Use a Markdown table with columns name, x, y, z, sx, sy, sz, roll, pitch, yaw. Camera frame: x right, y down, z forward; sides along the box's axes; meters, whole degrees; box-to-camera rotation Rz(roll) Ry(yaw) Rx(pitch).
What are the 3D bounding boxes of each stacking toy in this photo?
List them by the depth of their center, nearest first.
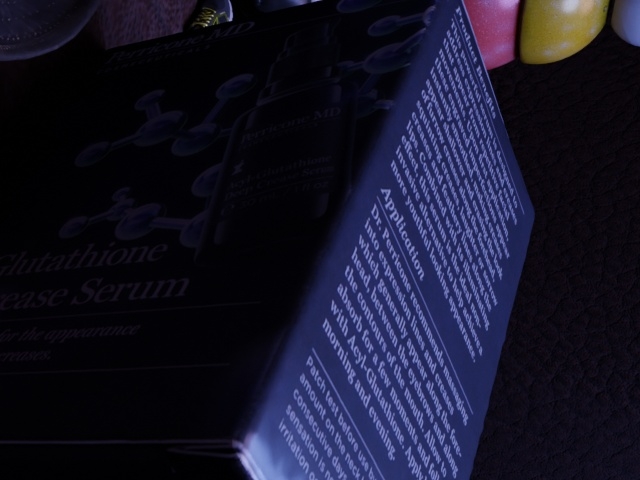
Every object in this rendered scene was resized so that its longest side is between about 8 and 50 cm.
| name | x | y | z | sx | sy | sz | roll | pitch | yaw |
| --- | --- | --- | --- | --- | --- | --- | --- | --- | --- |
| stacking toy | 0.283 | -0.358 | 1.385 | 0.350 | 0.479 | 0.351 | 11 | 90 | -77 |

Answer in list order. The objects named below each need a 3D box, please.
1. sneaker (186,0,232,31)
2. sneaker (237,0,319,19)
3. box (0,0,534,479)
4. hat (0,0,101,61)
| name | x | y | z | sx | sy | sz | roll | pitch | yaw |
| --- | --- | --- | --- | --- | --- | --- | --- | --- | --- |
| sneaker | -0.104 | -0.193 | 0.913 | 0.035 | 0.031 | 0.083 | 45 | 58 | -73 |
| sneaker | -0.059 | -0.285 | 0.946 | 0.124 | 0.107 | 0.283 | -10 | 131 | -37 |
| box | -0.060 | 0.040 | 0.624 | 0.212 | 0.293 | 0.396 | 64 | 33 | -32 |
| hat | -0.111 | -0.247 | 0.420 | 0.331 | 0.133 | 0.332 | -12 | 90 | -74 |
